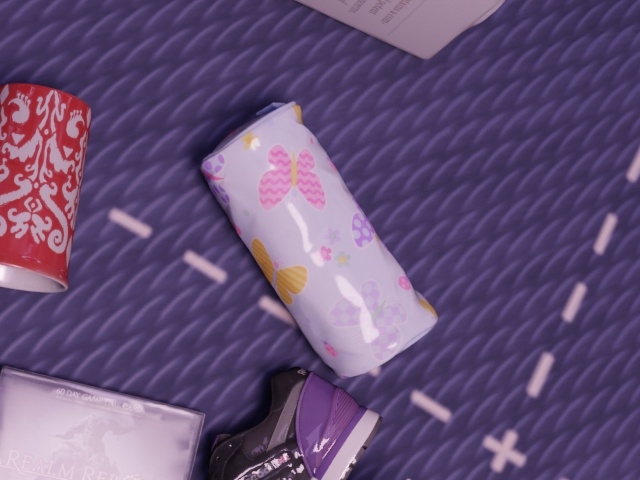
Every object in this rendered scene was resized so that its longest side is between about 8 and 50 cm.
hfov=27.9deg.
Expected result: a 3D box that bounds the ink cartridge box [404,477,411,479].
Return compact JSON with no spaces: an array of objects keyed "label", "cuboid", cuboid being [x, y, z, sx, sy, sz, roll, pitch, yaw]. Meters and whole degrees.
[{"label":"ink cartridge box","cuboid":[0.010,0.366,1.138,0.278,0.201,0.117,-33,58,-19]}]

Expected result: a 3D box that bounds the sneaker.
[{"label":"sneaker","cuboid":[-0.069,0.248,1.206,0.124,0.107,0.283,34,70,5]}]

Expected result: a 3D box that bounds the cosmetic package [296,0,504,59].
[{"label":"cosmetic package","cuboid":[0.033,-0.421,1.183,0.394,0.329,0.327,23,77,-11]}]

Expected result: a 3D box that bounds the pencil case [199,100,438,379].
[{"label":"pencil case","cuboid":[0.000,0.000,1.239,0.124,0.113,0.273,-37,95,-27]}]

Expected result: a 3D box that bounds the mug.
[{"label":"mug","cuboid":[-0.284,-0.052,1.159,0.150,0.113,0.169,14,76,-17]}]

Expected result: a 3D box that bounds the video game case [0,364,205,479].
[{"label":"video game case","cuboid":[-0.231,0.270,1.178,0.196,0.026,0.274,16,79,-15]}]
